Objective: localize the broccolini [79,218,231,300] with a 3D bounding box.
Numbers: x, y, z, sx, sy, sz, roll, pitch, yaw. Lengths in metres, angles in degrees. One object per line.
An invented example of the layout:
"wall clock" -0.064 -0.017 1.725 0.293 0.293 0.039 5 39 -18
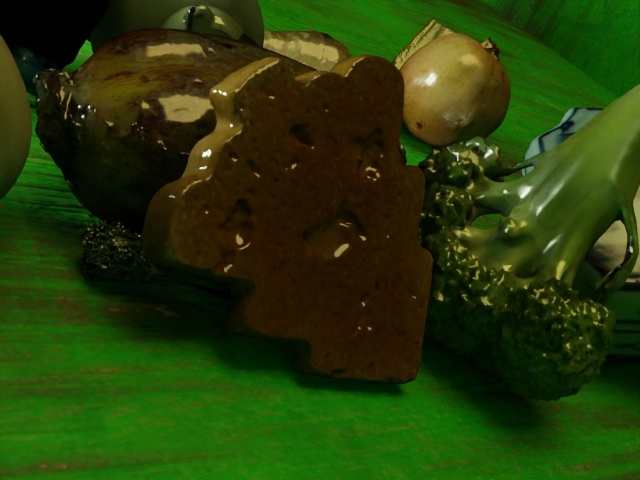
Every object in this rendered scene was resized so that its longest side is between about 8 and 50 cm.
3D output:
"broccolini" -0.085 0.032 0.738 0.239 0.054 0.051 17 13 -30

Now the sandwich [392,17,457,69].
"sandwich" 0.218 -0.340 1.806 0.117 0.144 0.187 34 61 11

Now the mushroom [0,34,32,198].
"mushroom" -0.311 -0.092 0.603 0.204 0.204 0.204 24 25 -12

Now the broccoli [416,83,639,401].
"broccoli" 0.201 -0.002 0.873 0.254 0.302 0.186 14 -29 39

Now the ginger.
"ginger" -0.081 -0.269 1.282 0.294 0.086 0.131 -1 46 -34

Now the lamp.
"lamp" -0.150 -0.220 0.967 0.197 0.198 0.244 15 21 -28

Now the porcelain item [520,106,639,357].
"porcelain item" 0.379 -0.016 1.017 0.281 0.157 0.286 3 54 3

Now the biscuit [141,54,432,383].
"biscuit" -0.001 0.000 0.716 0.278 0.302 0.043 -36 20 -32

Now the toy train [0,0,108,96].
"toy train" -0.338 -0.268 0.821 0.265 0.188 0.300 32 3 9

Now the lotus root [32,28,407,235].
"lotus root" -0.073 -0.086 0.806 0.397 0.179 0.196 5 32 -38

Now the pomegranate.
"pomegranate" 0.212 -0.235 1.395 0.191 0.191 0.191 24 25 -12
